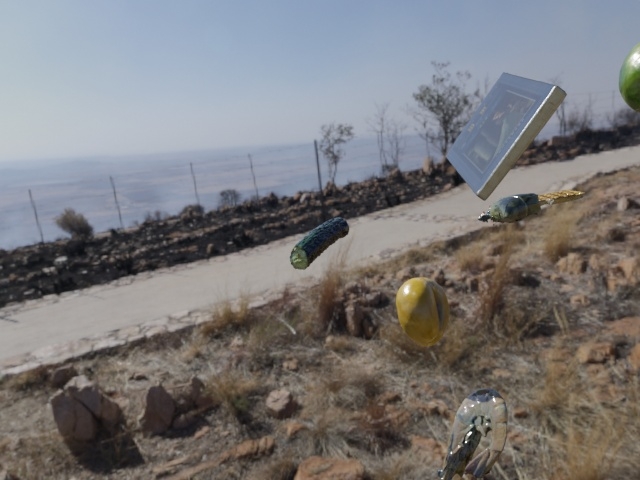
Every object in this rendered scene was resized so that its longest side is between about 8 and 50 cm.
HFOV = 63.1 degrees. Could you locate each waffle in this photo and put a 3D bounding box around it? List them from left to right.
[{"bbox_3d":[0.684,-0.125,1.519,0.135,0.021,0.092,-13,13,-7],"label":"waffle"}]

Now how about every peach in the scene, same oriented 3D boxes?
[{"bbox_3d":[0.257,0.177,1.302,0.103,0.179,0.179,-9,7,33],"label":"peach"}]

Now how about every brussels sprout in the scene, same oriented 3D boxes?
[{"bbox_3d":[0.589,-0.281,0.877,0.155,0.155,0.118,-2,50,10],"label":"brussels sprout"}]

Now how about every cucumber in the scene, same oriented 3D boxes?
[{"bbox_3d":[0.000,-0.001,1.129,0.058,0.058,0.187,3,25,31],"label":"cucumber"}]

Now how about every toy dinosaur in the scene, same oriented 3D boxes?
[{"bbox_3d":[0.550,-0.085,1.604,0.154,0.049,0.055,-17,26,53],"label":"toy dinosaur"}]

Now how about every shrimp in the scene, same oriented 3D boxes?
[{"bbox_3d":[0.344,0.451,1.145,0.059,0.254,0.145,35,-21,-26],"label":"shrimp"}]

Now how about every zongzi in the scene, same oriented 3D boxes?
[{"bbox_3d":[0.364,-0.055,1.047,0.119,0.055,0.109,-20,2,-32],"label":"zongzi"}]

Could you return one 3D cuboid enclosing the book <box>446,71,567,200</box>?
[{"bbox_3d":[0.298,-0.188,0.884,0.025,0.191,0.269,30,21,-9],"label":"book"}]
